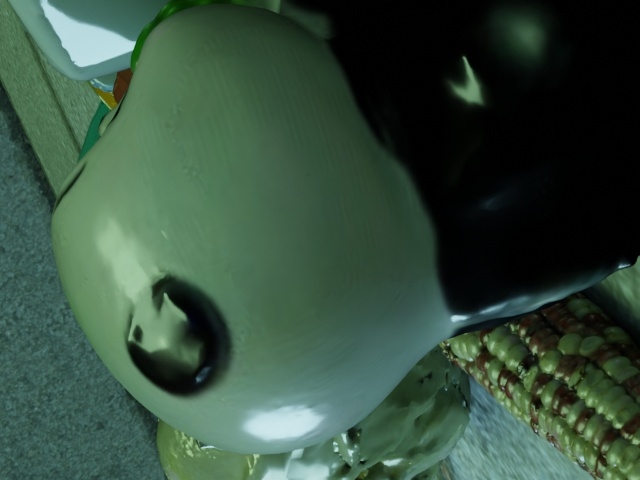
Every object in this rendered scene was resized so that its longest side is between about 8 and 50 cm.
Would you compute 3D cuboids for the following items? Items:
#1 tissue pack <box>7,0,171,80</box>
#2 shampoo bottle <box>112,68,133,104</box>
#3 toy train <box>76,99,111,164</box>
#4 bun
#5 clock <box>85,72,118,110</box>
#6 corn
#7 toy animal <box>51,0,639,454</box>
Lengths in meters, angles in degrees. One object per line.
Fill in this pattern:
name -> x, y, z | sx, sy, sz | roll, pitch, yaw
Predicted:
tissue pack -> -0.114, -0.263, 0.783 | 0.333, 0.236, 0.229 | 54, 174, 35
shampoo bottle -> -0.111, -0.157, 1.168 | 0.085, 0.085, 0.244 | 59, 152, 11
toy train -> -0.205, -0.060, 1.649 | 0.107, 0.198, 0.154 | 19, 178, -22
bun -> 0.003, 0.128, 1.114 | 0.239, 0.239, 0.141 | 84, 160, -58
clock -> -0.176, -0.186, 1.426 | 0.231, 0.103, 0.144 | 64, -170, 8
corn -> 0.138, 0.080, 0.825 | 0.237, 0.079, 0.079 | 47, 160, 47
toy animal -> 0.010, -0.037, 0.682 | 0.213, 0.266, 0.212 | 62, 171, 17
